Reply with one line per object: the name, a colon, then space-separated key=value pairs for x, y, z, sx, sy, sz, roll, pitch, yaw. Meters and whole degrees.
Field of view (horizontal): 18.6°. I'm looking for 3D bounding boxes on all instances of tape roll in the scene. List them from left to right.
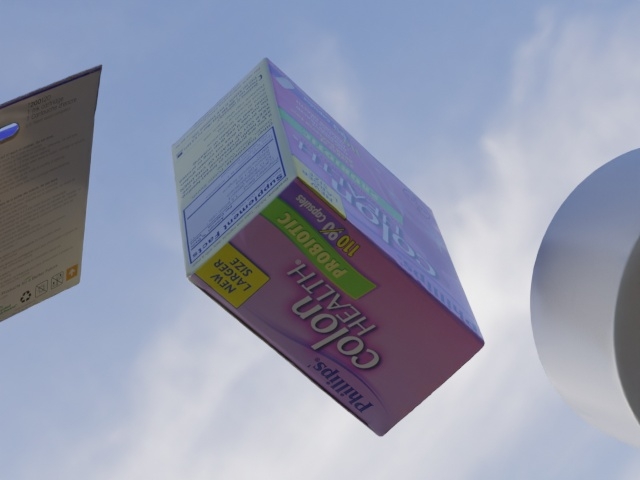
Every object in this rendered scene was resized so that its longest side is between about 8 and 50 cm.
tape roll: x=0.296 y=0.050 z=1.446 sx=0.246 sy=0.169 sz=0.246 roll=-1 pitch=-84 yaw=-15

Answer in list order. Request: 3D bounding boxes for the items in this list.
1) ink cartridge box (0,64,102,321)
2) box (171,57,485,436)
ink cartridge box: x=-0.252 y=-0.020 z=1.405 sx=0.206 sy=0.045 sz=0.208 roll=-27 pitch=-38 yaw=-39
box: x=0.000 y=0.000 z=1.565 sx=0.117 sy=0.243 sz=0.213 roll=-42 pitch=-66 yaw=14
